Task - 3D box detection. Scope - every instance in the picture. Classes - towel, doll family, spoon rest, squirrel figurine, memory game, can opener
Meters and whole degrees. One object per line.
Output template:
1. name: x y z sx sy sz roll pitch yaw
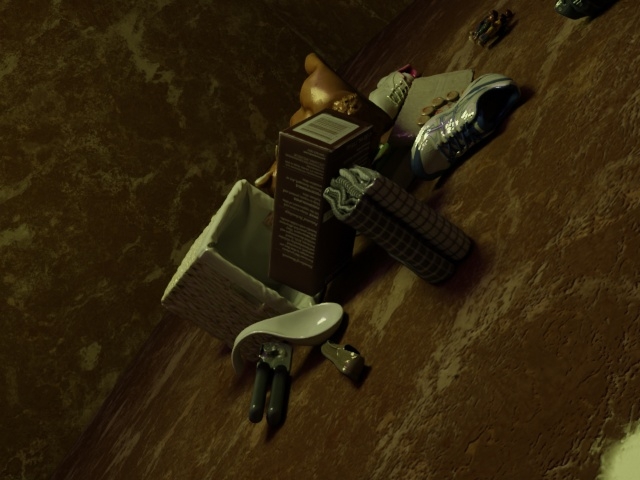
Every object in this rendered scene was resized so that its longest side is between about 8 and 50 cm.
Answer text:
1. towel: 0.294 -0.340 1.741 0.187 0.049 0.282 -2 45 33
2. doll family: 0.491 -0.614 1.922 0.111 0.076 0.193 -48 11 30
3. spoon rest: -0.078 0.204 1.478 0.277 0.084 0.137 -24 21 8
4. towel: 0.132 -0.038 1.293 0.121 0.235 0.283 -56 14 4
5. squirrel figurine: -0.004 -0.229 1.760 0.370 0.281 0.397 -49 27 14
6. memory game: 0.323 -0.313 1.639 0.186 0.012 0.186 -18 40 15
7. can opener: -0.112 0.324 1.507 0.283 0.076 0.095 -85 4 -64

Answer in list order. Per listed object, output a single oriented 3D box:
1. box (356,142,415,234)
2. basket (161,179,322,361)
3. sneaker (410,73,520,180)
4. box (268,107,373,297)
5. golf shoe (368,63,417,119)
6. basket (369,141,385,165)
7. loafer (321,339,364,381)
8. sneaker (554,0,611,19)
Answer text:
1. box: 0.169 -0.157 1.802 0.322 0.058 0.232 -56 16 -23
2. basket: -0.184 0.086 1.760 0.266 0.328 0.331 -46 15 34
3. sneaker: 0.317 -0.253 1.496 0.296 0.112 0.131 -51 17 7
4. box: -0.005 -0.083 1.534 0.191 0.143 0.381 -39 -34 -47
5. golf shoe: 0.252 -0.510 2.308 0.140 0.115 0.306 -35 22 37
6. basket: 0.071 -0.225 2.040 0.226 0.204 0.154 -56 13 17
7. loafer: 0.047 0.221 1.275 0.050 0.056 0.148 -51 25 -3
8. sneaker: 0.529 -0.570 1.411 0.086 0.226 0.163 -51 9 -30
